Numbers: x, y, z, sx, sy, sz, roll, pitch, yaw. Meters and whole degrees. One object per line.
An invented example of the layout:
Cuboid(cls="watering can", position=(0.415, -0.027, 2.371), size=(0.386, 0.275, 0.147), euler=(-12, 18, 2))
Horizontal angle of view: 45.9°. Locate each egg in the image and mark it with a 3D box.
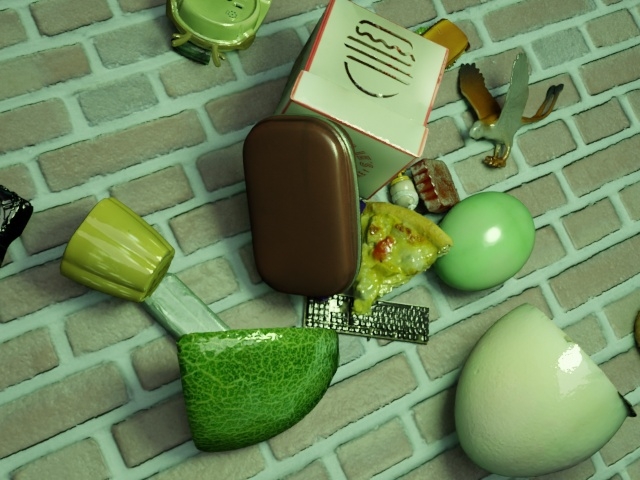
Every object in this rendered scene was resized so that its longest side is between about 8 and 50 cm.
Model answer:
Cuboid(cls="egg", position=(0.390, 0.004, 1.820), size=(0.220, 0.220, 0.269), euler=(45, 79, -2))
Cuboid(cls="egg", position=(0.456, 0.369, 1.698), size=(0.340, 0.354, 0.354), euler=(-42, 90, 2))

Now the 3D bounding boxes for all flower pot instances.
Cuboid(cls="flower pot", position=(-0.413, 0.032, 1.578), size=(0.179, 0.195, 0.195), euler=(30, 69, 1))

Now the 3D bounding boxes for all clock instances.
Cuboid(cls="clock", position=(-0.250, -0.556, 1.811), size=(0.235, 0.096, 0.308), euler=(22, 58, -12))

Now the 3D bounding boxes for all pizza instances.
Cuboid(cls="pizza", position=(0.153, 0.051, 1.751), size=(0.280, 0.075, 0.287), euler=(18, 72, 31))

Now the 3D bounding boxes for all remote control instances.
Cuboid(cls="remote control", position=(-0.295, 0.168, 1.664), size=(0.247, 0.052, 0.104), euler=(43, 67, 1))

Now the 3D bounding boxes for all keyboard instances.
Cuboid(cls="keyboard", position=(0.115, 0.186, 1.795), size=(0.317, 0.027, 0.106), euler=(9, 73, -15))

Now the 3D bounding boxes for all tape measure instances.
Cuboid(cls="tape measure", position=(-0.717, -0.037, 1.560), size=(0.186, 0.112, 0.199), euler=(26, 69, -7))

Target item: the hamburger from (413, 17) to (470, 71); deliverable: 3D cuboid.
Cuboid(cls="hamburger", position=(0.307, -0.511, 2.000), size=(0.166, 0.087, 0.137), euler=(-39, 89, -23))

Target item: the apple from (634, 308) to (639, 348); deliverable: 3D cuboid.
Cuboid(cls="apple", position=(0.924, 0.229, 1.942), size=(0.211, 0.188, 0.211), euler=(3, 77, -13))

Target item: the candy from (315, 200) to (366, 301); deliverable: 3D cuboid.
Cuboid(cls="candy", position=(0.000, 0.000, 1.786), size=(0.145, 0.070, 0.275), euler=(21, 72, 3))

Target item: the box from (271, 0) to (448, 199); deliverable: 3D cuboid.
Cuboid(cls="box", position=(0.074, -0.322, 1.762), size=(0.314, 0.312, 0.300), euler=(23, 69, -11))

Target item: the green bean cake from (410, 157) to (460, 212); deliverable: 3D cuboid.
Cuboid(cls="green bean cake", position=(0.286, -0.135, 1.884), size=(0.135, 0.056, 0.135), euler=(-4, 71, -54))

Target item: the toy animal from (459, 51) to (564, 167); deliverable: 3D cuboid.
Cuboid(cls="toy animal", position=(0.508, -0.325, 2.019), size=(0.284, 0.225, 0.302), euler=(18, 84, -33))

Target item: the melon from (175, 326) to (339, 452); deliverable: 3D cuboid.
Cuboid(cls="melon", position=(-0.117, 0.277, 1.595), size=(0.344, 0.226, 0.331), euler=(-11, 115, -8))

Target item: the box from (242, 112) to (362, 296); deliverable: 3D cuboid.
Cuboid(cls="box", position=(-0.038, -0.071, 1.621), size=(0.108, 0.263, 0.404), euler=(-36, 127, -57))

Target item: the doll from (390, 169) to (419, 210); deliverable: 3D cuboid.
Cuboid(cls="doll", position=(0.218, -0.115, 1.880), size=(0.084, 0.073, 0.127), euler=(-9, 75, -30))

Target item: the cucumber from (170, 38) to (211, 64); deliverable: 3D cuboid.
Cuboid(cls="cucumber", position=(-0.312, -0.465, 1.823), size=(0.105, 0.048, 0.048), euler=(21, 71, -10))
